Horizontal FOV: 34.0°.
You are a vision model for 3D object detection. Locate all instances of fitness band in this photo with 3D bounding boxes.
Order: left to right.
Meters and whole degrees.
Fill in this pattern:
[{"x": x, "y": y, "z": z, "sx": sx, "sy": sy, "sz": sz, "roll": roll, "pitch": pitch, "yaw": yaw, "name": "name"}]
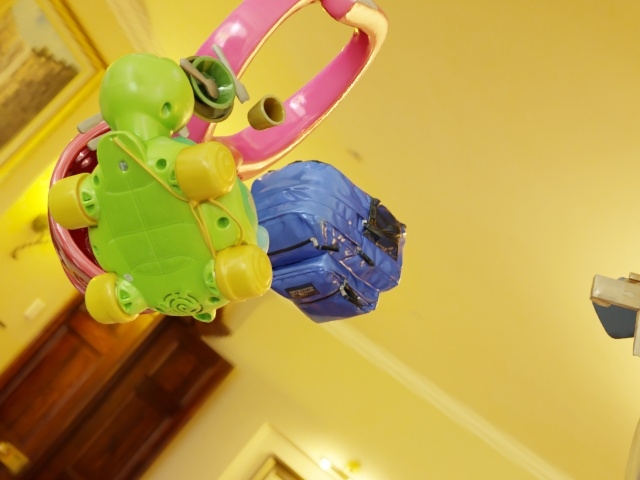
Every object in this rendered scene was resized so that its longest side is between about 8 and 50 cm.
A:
[{"x": -0.037, "y": -0.136, "z": 0.896, "sx": 0.054, "sy": 0.209, "sz": 0.291, "roll": 45, "pitch": 14, "yaw": 8, "name": "fitness band"}]

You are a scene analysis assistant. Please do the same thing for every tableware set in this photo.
[{"x": -0.075, "y": -0.064, "z": 0.666, "sx": 0.024, "sy": 0.154, "sz": 0.104, "roll": -23, "pitch": -77, "yaw": 41, "name": "tableware set"}]

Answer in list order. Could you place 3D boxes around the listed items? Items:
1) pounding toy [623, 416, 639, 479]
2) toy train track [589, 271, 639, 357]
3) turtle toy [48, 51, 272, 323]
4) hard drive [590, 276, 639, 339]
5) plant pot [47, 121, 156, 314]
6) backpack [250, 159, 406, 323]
[{"x": 0.338, "y": 0.278, "z": 0.965, "sx": 0.110, "sy": 0.237, "sz": 0.183, "roll": 10, "pitch": -33, "yaw": 12, "name": "pounding toy"}, {"x": 0.146, "y": 0.030, "z": 0.413, "sx": 0.083, "sy": 0.048, "sz": 0.014, "roll": 15, "pitch": -21, "yaw": 3, "name": "toy train track"}, {"x": -0.071, "y": -0.023, "z": 0.486, "sx": 0.095, "sy": 0.066, "sz": 0.130, "roll": -10, "pitch": -73, "yaw": 24, "name": "turtle toy"}, {"x": 0.407, "y": 0.049, "z": 1.061, "sx": 0.172, "sy": 0.254, "sz": 0.054, "roll": -13, "pitch": 91, "yaw": -76, "name": "hard drive"}, {"x": -0.189, "y": -0.017, "z": 1.085, "sx": 0.191, "sy": 0.191, "sz": 0.174, "roll": 41, "pitch": -24, "yaw": -3, "name": "plant pot"}, {"x": 0.000, "y": 0.000, "z": 0.817, "sx": 0.098, "sy": 0.101, "sz": 0.120, "roll": -19, "pitch": -47, "yaw": 31, "name": "backpack"}]
